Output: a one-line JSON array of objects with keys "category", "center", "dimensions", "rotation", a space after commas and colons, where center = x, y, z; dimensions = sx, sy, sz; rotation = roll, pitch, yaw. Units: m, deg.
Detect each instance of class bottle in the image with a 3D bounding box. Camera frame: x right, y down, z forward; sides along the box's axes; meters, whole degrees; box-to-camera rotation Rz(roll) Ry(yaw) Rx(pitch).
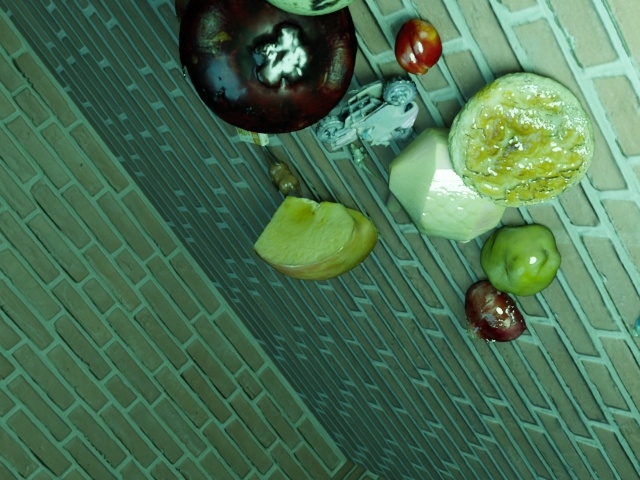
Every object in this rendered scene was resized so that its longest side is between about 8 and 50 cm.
[{"category": "bottle", "center": [0.196, -0.115, 2.023], "dimensions": [0.045, 0.045, 0.096], "rotation": [39, 154, 18]}]

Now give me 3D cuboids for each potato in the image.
[{"category": "potato", "center": [0.439, 0.043, 1.734], "dimensions": [0.154, 0.137, 0.200], "rotation": [52, 158, -11]}]

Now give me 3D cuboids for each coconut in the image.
[{"category": "coconut", "center": [0.263, -0.120, 1.667], "dimensions": [0.259, 0.259, 0.259], "rotation": [38, 156, 20]}]

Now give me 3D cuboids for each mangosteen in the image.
[{"category": "mangosteen", "center": [-0.119, -0.435, 1.667], "dimensions": [0.381, 0.381, 0.421], "rotation": [79, 171, -52]}]

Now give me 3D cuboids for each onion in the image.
[{"category": "onion", "center": [0.429, 0.192, 1.992], "dimensions": [0.184, 0.147, 0.184], "rotation": [45, 172, 8]}]

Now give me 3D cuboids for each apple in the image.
[{"category": "apple", "center": [0.000, 0.000, 2.306], "dimensions": [0.309, 0.314, 0.252], "rotation": [18, 109, 34]}]

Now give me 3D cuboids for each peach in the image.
[{"category": "peach", "center": [0.188, -0.378, 1.539], "dimensions": [0.101, 0.101, 0.100], "rotation": [38, 156, 20]}]

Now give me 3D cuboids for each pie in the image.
[{"category": "pie", "center": [0.367, -0.180, 1.461], "dimensions": [0.274, 0.055, 0.274], "rotation": [10, 125, 15]}]

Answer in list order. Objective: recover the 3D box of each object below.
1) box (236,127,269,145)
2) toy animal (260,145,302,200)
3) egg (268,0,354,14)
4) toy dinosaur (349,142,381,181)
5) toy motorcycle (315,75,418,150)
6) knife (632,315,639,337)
[{"category": "box", "center": [-0.221, -0.384, 2.281], "dimensions": [0.122, 0.032, 0.220], "rotation": [20, 135, 45]}, {"category": "toy animal", "center": [-0.141, -0.229, 2.408], "dimensions": [0.224, 0.066, 0.229], "rotation": [48, 165, 37]}, {"category": "egg", "center": [-0.003, -0.558, 1.329], "dimensions": [0.287, 0.288, 0.379], "rotation": [41, 138, 14]}, {"category": "toy dinosaur", "center": [0.100, -0.217, 2.036], "dimensions": [0.180, 0.037, 0.058], "rotation": [58, 179, -9]}, {"category": "toy motorcycle", "center": [0.129, -0.256, 1.759], "dimensions": [0.239, 0.108, 0.204], "rotation": [-12, 153, 28]}, {"category": "knife", "center": [0.682, 0.126, 1.595], "dimensions": [0.044, 0.026, 0.296], "rotation": [32, 151, 26]}]
